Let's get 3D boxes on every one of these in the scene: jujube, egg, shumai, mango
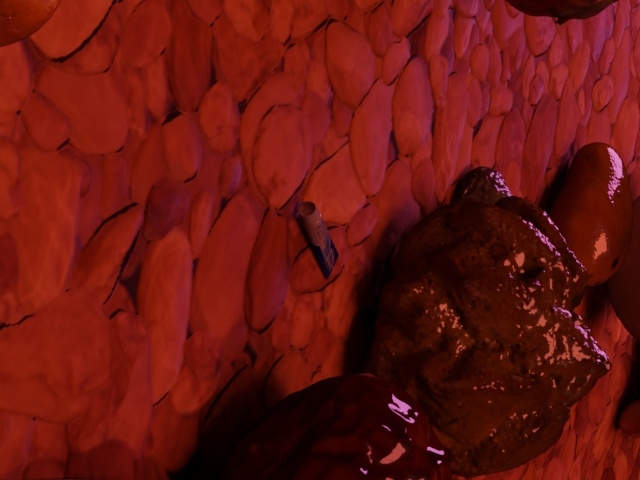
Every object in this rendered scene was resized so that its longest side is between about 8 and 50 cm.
[{"bbox_3d":[-0.005,0.208,0.868,0.250,0.174,0.174,-54,142,-30],"label":"jujube"},{"bbox_3d":[0.454,0.026,1.583,0.253,0.186,0.187,-63,146,-32],"label":"egg"},{"bbox_3d":[0.173,-0.026,1.189,0.083,0.080,0.082,-34,125,-49],"label":"shumai"},{"bbox_3d":[0.301,-0.023,1.410,0.115,0.090,0.178,63,37,-36],"label":"mango"}]

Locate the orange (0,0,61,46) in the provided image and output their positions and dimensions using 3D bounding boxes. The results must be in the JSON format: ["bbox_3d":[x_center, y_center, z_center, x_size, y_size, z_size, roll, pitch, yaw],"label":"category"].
[{"bbox_3d":[-0.157,-0.131,0.593,0.083,0.070,0.083,17,90,-73],"label":"orange"}]

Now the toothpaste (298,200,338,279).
[{"bbox_3d":[0.000,0.000,0.967,0.024,0.015,0.083,-66,153,-25],"label":"toothpaste"}]

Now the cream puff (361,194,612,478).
[{"bbox_3d":[0.141,0.087,1.093,0.244,0.196,0.244,-33,150,-22],"label":"cream puff"}]

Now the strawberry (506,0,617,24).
[{"bbox_3d":[0.182,-0.353,1.060,0.265,0.149,0.336,-49,129,-32],"label":"strawberry"}]

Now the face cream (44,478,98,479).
[{"bbox_3d":[-0.104,0.201,0.711,0.149,0.149,0.104,17,83,-60],"label":"face cream"}]

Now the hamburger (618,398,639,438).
[{"bbox_3d":[0.574,0.224,1.803,0.302,0.261,0.187,8,97,-42],"label":"hamburger"}]
